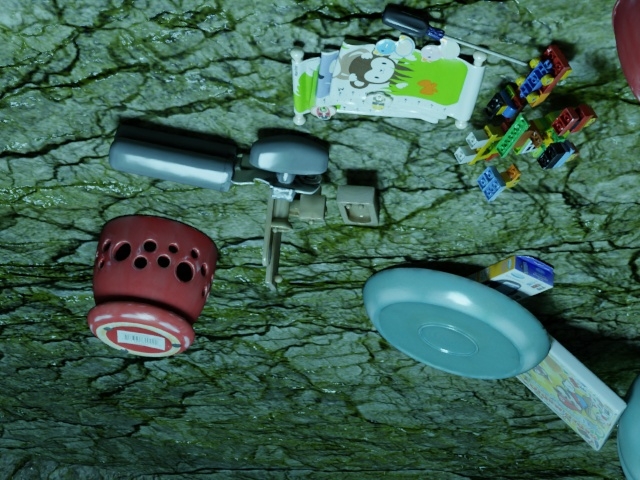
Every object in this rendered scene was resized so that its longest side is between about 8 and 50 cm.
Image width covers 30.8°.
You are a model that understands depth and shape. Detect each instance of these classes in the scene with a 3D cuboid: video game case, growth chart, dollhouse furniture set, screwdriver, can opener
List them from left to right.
[{"bbox_3d":[-0.131,-0.119,1.524,0.283,0.076,0.095,11,122,-5],"label":"can opener"},{"bbox_3d":[0.000,0.000,1.602,0.151,0.123,0.144,4,167,8],"label":"dollhouse furniture set"},{"bbox_3d":[0.075,-0.185,1.364,0.237,0.021,0.172,4,152,8],"label":"growth chart"},{"bbox_3d":[0.147,-0.218,1.258,0.169,0.024,0.025,18,-178,-3],"label":"screwdriver"},{"bbox_3d":[0.401,0.238,1.942,0.227,0.026,0.206,43,162,21],"label":"video game case"}]

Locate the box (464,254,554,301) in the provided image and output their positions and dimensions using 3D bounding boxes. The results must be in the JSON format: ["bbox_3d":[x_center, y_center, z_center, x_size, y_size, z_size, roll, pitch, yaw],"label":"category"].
[{"bbox_3d":[0.292,0.062,1.777,0.081,0.028,0.136,23,152,-26],"label":"box"}]

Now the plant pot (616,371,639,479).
[{"bbox_3d":[0.606,0.283,1.826,0.293,0.293,0.196,-2,150,20],"label":"plant pot"}]

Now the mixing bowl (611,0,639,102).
[{"bbox_3d":[0.380,-0.181,1.173,0.181,0.098,0.181,12,156,5],"label":"mixing bowl"}]

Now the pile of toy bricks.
[{"bbox_3d":[0.260,-0.130,1.348,0.105,0.118,0.212,-14,156,-32],"label":"pile of toy bricks"}]

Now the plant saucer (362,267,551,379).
[{"bbox_3d":[0.212,0.146,1.875,0.317,0.044,0.318,17,153,9],"label":"plant saucer"}]

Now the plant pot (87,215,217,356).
[{"bbox_3d":[-0.266,0.076,1.813,0.191,0.174,0.191,6,151,3],"label":"plant pot"}]
